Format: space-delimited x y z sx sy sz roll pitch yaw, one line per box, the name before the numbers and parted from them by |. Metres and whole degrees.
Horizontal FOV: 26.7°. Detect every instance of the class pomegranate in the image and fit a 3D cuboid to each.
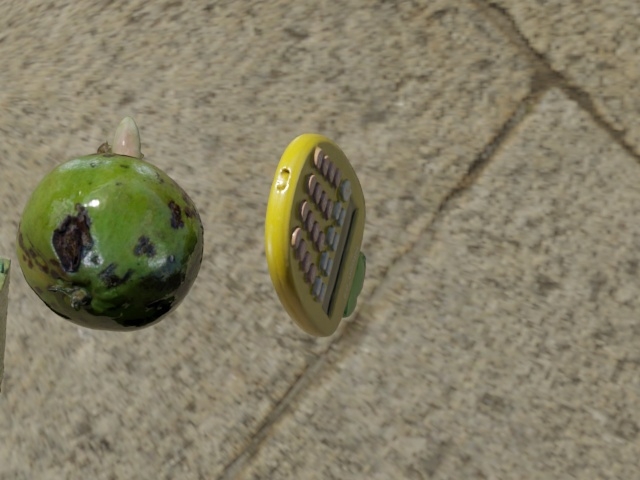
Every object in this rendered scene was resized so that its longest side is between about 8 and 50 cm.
pomegranate | -0.133 -0.013 0.872 0.122 0.161 0.122 1 136 1

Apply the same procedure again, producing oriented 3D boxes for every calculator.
calculator | 0.000 0.000 1.116 0.032 0.235 0.146 8 68 18

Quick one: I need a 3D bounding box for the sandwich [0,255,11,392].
sandwich | -0.326 0.141 1.162 0.063 0.245 0.212 10 135 -6
